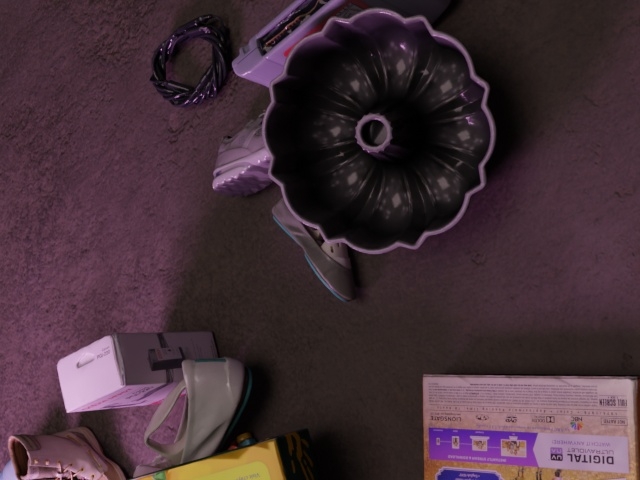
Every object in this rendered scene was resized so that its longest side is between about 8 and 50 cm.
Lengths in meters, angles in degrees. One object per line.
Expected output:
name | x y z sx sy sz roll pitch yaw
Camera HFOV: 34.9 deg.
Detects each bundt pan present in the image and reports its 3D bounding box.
bundt pan | 0.093 -0.150 1.410 0.330 0.124 0.331 2 97 21

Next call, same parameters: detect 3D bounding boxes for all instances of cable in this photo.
cable | -0.230 -0.307 1.794 0.184 0.047 0.151 -17 80 35

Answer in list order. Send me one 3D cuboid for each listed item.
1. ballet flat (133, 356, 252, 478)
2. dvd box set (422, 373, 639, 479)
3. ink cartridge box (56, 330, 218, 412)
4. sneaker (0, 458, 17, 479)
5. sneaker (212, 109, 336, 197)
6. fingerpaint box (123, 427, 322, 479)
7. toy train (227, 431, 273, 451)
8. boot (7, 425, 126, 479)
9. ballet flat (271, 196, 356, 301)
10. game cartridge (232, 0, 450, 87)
ballet flat | -0.233 0.356 1.645 0.139 0.139 0.400 34 111 37
dvd box set | 0.273 0.380 1.291 0.307 0.062 0.420 -7 81 39
ink cartridge box | -0.296 0.214 1.675 0.158 0.218 0.092 -27 69 35
sneaker | -0.542 0.554 1.908 0.208 0.127 0.319 -41 52 27
sneaker | -0.069 -0.165 1.602 0.281 0.105 0.115 -19 67 33
fingerpaint box | -0.188 0.514 1.483 0.444 0.163 0.371 -20 80 15
toy train | -0.096 0.370 1.606 0.166 0.046 0.125 8 90 39
boot | -0.450 0.417 1.814 0.213 0.165 0.077 43 113 36
ballet flat | 0.000 0.000 1.550 0.068 0.072 0.213 -50 57 17
game cartridge | 0.038 -0.304 1.467 0.294 0.196 0.060 -34 65 32
